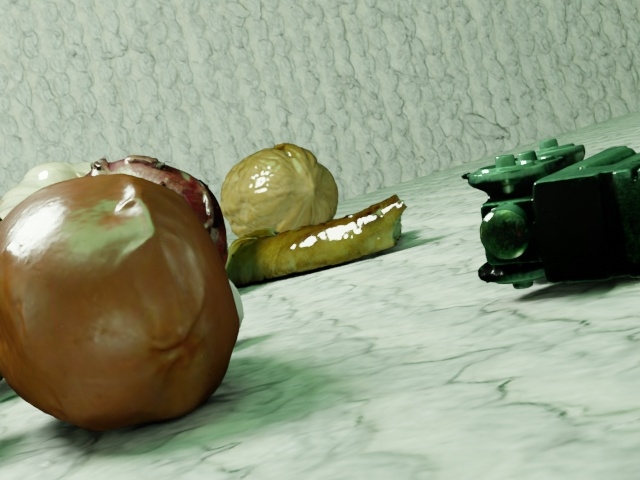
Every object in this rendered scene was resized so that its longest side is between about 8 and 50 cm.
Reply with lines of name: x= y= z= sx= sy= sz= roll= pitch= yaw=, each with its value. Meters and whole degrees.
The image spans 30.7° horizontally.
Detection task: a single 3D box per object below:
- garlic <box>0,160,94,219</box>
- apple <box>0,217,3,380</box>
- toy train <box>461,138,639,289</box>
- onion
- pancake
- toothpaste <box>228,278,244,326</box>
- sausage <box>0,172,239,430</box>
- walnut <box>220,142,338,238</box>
garlic: x=-0.278 y=0.036 z=1.303 sx=0.199 sy=0.199 sz=0.226 roll=-20 pitch=-28 yaw=-42
apple: x=-0.318 y=0.053 z=0.903 sx=0.196 sy=0.157 sz=0.196 roll=-18 pitch=-1 yaw=0
toy train: x=0.144 y=-0.017 z=0.611 sx=0.111 sy=0.071 sz=0.170 roll=-5 pitch=8 yaw=28
onion: x=-0.181 y=0.011 z=1.157 sx=0.184 sy=0.184 sz=0.147 roll=-19 pitch=-40 yaw=-30
pancake: x=-0.002 y=-0.005 z=1.224 sx=0.197 sy=0.054 sz=0.376 roll=-18 pitch=5 yaw=-31
toothpaste: x=-0.132 y=0.067 z=0.799 sx=0.193 sy=0.045 sz=0.071 roll=-22 pitch=-9 yaw=38
sausage: x=-0.117 y=0.029 z=0.612 sx=0.133 sy=0.133 sz=0.258 roll=-18 pitch=4 yaw=-15
walnut: x=-0.055 y=-0.059 z=1.623 sx=0.155 sy=0.155 sz=0.184 roll=-19 pitch=-1 yaw=-31
